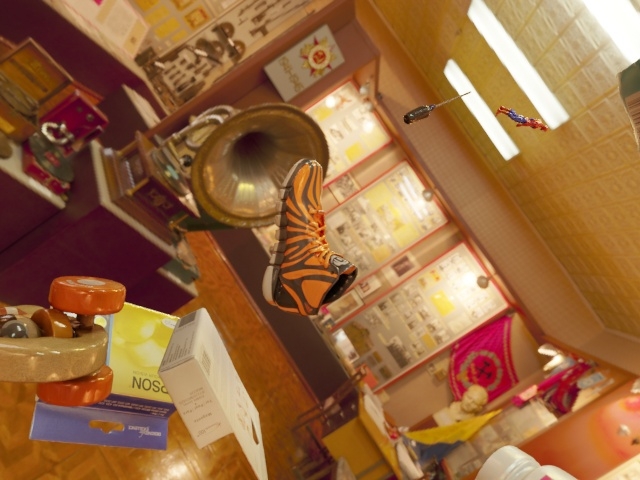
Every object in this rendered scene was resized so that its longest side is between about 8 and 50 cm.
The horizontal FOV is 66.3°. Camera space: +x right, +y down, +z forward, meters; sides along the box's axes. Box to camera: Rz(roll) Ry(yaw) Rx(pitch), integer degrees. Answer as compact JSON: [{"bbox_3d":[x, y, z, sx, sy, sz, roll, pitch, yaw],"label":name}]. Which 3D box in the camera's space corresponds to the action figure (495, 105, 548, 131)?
[{"bbox_3d":[0.453,-0.269,1.099,0.115,0.038,0.030,26,-52,22],"label":"action figure"}]

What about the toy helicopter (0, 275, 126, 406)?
[{"bbox_3d":[-0.416,0.099,0.538,0.235,0.355,0.140,-7,107,-79],"label":"toy helicopter"}]

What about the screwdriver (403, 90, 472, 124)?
[{"bbox_3d":[0.209,-0.241,0.868,0.025,0.170,0.024,37,-35,33],"label":"screwdriver"}]

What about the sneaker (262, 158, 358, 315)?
[{"bbox_3d":[0.000,0.000,1.002,0.180,0.321,0.125,14,8,32],"label":"sneaker"}]

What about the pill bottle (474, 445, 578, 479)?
[{"bbox_3d":[0.386,0.457,0.754,0.283,0.160,0.160,24,-25,53],"label":"pill bottle"}]

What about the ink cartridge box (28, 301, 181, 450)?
[{"bbox_3d":[-0.440,0.278,1.065,0.304,0.072,0.307,30,36,-44],"label":"ink cartridge box"}]

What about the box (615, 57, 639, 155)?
[{"bbox_3d":[0.360,-0.126,0.345,0.060,0.244,0.100,-24,95,-75],"label":"box"}]

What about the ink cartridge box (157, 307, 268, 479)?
[{"bbox_3d":[-0.168,0.254,0.798,0.275,0.060,0.238,-149,-144,-78],"label":"ink cartridge box"}]
